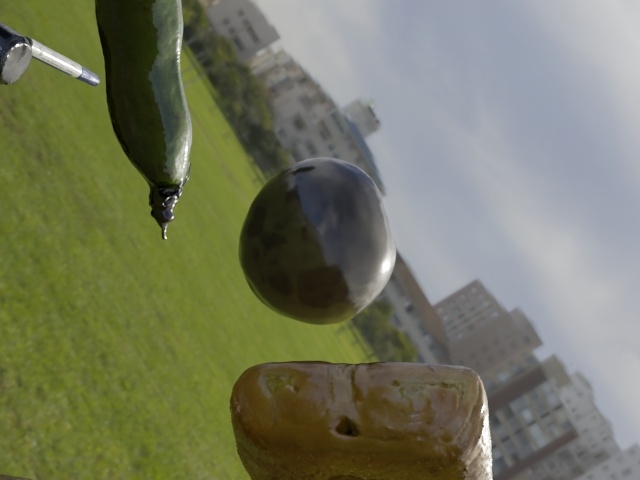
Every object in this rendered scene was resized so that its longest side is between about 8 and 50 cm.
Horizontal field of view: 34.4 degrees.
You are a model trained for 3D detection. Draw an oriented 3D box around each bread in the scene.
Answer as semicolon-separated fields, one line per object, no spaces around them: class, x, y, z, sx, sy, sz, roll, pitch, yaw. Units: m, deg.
bread;0.053;0.287;1.312;0.337;0.328;0.148;81;13;-49

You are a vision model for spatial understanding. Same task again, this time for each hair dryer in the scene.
hair dryer;-0.375;-0.313;1.225;0.114;0.248;0.070;34;24;8

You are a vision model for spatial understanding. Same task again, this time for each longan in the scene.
longan;0.000;0.000;1.528;0.248;0.248;0.248;59;0;0

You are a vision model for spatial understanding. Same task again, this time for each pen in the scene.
pen;-0.390;-0.266;1.556;0.025;0.025;0.204;59;10;14

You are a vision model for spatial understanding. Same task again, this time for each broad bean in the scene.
broad bean;-0.154;-0.167;0.896;0.061;0.077;0.338;-38;130;-58

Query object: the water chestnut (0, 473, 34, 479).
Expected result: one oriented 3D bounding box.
water chestnut;-0.381;0.427;1.282;0.351;0.302;0.350;19;-61;38
